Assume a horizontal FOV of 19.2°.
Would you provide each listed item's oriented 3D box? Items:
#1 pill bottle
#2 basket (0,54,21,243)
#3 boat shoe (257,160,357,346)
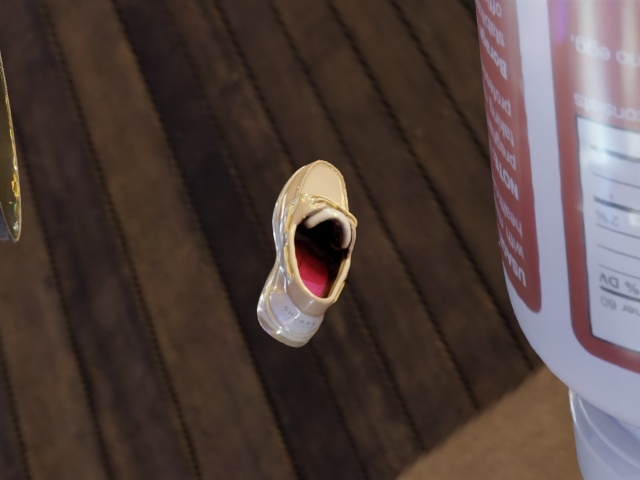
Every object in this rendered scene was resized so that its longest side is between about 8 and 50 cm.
[{"bbox_3d":[0.095,-0.034,0.412,0.121,0.216,0.121,-6,36,4],"label":"pill bottle"},{"bbox_3d":[-0.320,-0.078,1.208,0.227,0.154,0.204,-10,80,-2],"label":"basket"},{"bbox_3d":[0.000,0.000,1.369,0.059,0.063,0.170,-45,25,41],"label":"boat shoe"}]
